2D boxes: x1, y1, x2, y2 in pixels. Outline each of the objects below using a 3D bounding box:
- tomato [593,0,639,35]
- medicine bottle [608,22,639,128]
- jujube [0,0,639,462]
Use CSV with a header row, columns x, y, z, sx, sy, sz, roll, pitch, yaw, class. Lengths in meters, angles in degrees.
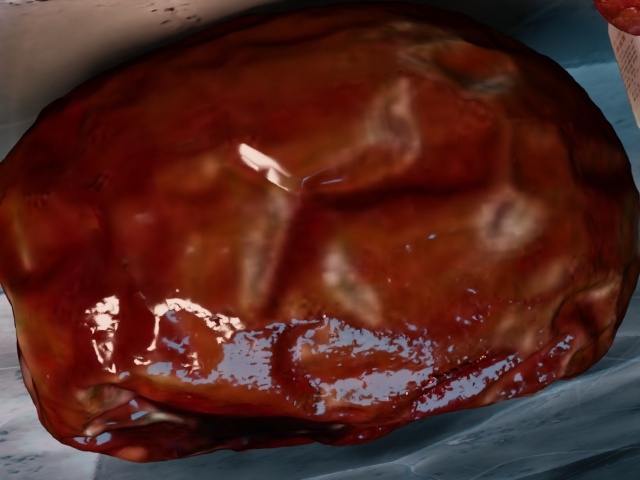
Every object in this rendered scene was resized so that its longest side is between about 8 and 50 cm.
x,y,z,sx,sy,sz,roll,pitch,yaw,class
0.210,-0.179,0.823,0.159,0.091,0.139,-27,150,30,tomato
0.209,-0.128,0.914,0.074,0.118,0.055,-11,160,-8,medicine bottle
0.001,-0.001,0.919,0.377,0.276,0.276,-17,161,-15,jujube
